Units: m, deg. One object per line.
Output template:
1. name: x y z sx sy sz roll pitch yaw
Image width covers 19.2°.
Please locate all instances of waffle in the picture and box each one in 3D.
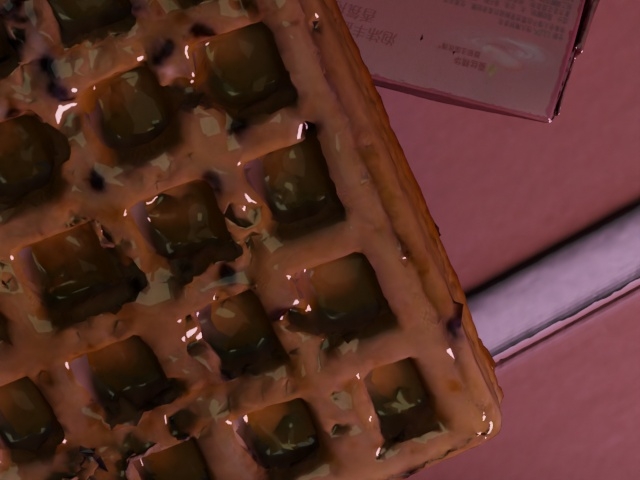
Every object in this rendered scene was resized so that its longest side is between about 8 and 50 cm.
1. waffle: -0.100 -0.036 0.873 0.261 0.114 0.376 -22 109 8

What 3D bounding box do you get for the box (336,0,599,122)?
1. box: 0.058 -0.126 0.944 0.156 0.060 0.111 15 96 -7
